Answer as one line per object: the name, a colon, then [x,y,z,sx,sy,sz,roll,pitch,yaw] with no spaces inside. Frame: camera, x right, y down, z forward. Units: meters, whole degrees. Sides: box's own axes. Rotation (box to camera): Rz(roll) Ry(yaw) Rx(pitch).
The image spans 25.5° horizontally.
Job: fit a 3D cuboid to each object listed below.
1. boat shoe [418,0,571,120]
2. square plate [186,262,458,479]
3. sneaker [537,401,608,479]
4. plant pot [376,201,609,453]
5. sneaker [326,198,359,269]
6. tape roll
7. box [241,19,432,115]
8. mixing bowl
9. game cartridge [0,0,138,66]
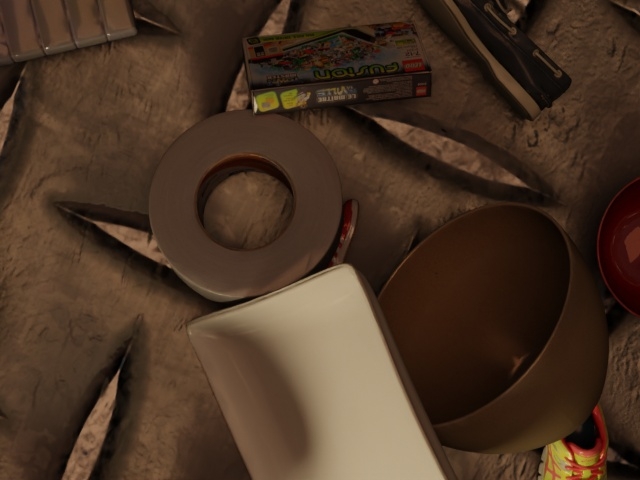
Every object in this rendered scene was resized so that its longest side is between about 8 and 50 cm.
boat shoe: [0.194,-0.256,1.651,0.079,0.095,0.254,-42,94,-2]
square plate: [0.017,0.210,1.542,0.049,0.344,0.347,-26,92,-38]
sneaker: [0.301,0.259,1.656,0.081,0.094,0.209,-9,92,-6]
plant pot: [0.212,0.126,1.586,0.191,0.284,0.284,40,86,-34]
sneaker: [0.000,0.000,1.659,0.067,0.042,0.118,20,90,-8]
tape roll: [-0.083,-0.036,1.612,0.219,0.072,0.219,0,76,1]
box: [0.018,-0.200,1.630,0.207,0.114,0.036,-7,131,-5]
mixing bowl: [0.400,0.009,1.664,0.181,0.098,0.181,0,89,-5]
game cartridge: [-0.354,-0.386,1.627,0.230,0.068,0.355,-13,90,-9]
